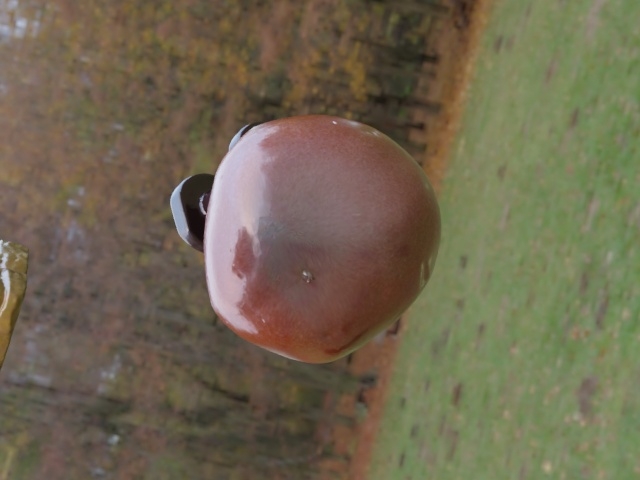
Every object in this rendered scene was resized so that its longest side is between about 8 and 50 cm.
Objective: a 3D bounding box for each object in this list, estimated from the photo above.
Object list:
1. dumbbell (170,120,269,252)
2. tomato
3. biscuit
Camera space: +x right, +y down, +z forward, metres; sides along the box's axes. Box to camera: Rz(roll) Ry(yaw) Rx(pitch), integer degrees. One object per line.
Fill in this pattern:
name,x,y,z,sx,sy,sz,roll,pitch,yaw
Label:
dumbbell,-0.126,-0.078,1.945,0.225,0.124,0.140,-36,65,45
tomato,0.000,0.000,1.709,0.273,0.341,0.341,-50,-27,-83
biscuit,-0.391,0.136,1.418,0.376,0.051,0.269,-124,53,-68
